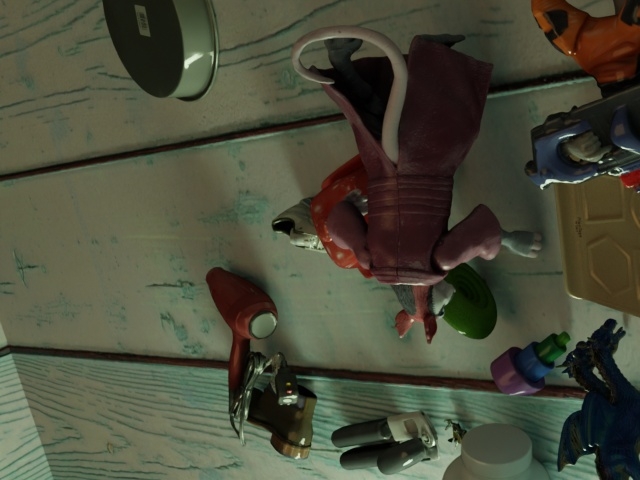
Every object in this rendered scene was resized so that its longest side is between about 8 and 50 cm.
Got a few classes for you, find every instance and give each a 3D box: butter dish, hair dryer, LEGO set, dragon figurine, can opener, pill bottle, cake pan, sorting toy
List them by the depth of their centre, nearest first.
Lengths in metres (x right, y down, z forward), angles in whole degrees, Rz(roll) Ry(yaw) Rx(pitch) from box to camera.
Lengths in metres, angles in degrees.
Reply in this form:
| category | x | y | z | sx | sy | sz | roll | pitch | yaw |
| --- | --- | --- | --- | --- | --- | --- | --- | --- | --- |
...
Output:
| category | x | y | z | sx | sy | sz | roll | pitch | yaw |
| --- | --- | --- | --- | --- | --- | --- | --- | --- | --- |
| sorting toy | 0.355 | -0.004 | 1.795 | 0.208 | 0.038 | 0.193 | 16 | 122 | 49 |
| dragon figurine | 0.322 | 0.228 | 1.829 | 0.144 | 0.289 | 0.085 | 25 | 145 | -2 |
| sorting toy | 0.197 | 0.021 | 2.030 | 0.126 | 0.127 | 0.365 | -42 | 73 | 28 |
| pill bottle | 0.233 | 0.375 | 2.122 | 0.146 | 0.146 | 0.264 | 32 | 133 | 46 |
| butter dish | 0.043 | -0.028 | 2.180 | 0.160 | 0.118 | 0.159 | -33 | 81 | 48 |
| LEGO set | 0.202 | 0.281 | 2.242 | 0.054 | 0.023 | 0.083 | 14 | 134 | 57 |
| can opener | 0.083 | 0.306 | 2.370 | 0.283 | 0.095 | 0.076 | -22 | 89 | 60 |
| cake pan | -0.262 | -0.355 | 2.546 | 0.293 | 0.054 | 0.293 | 36 | 137 | 43 |
| hair dryer | -0.138 | 0.170 | 2.605 | 0.223 | 0.080 | 0.293 | -41 | 55 | 47 |

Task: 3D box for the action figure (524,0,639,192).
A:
| category | x | y | z | sx | sy | sz | roll | pitch | yaw |
| --- | --- | --- | --- | --- | --- | --- | --- | --- | --- |
| action figure | 0.356 | -0.191 | 1.602 | 0.341 | 0.178 | 0.330 | -11 | 107 | 33 |

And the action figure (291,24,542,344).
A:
| category | x | y | z | sx | sy | sz | roll | pitch | yaw |
| --- | --- | --- | --- | --- | --- | --- | --- | --- | --- |
| action figure | 0.116 | -0.062 | 1.878 | 0.248 | 0.276 | 0.370 | -3 | 88 | 16 |

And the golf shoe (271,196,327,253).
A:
| category | x | y | z | sx | sy | sz | roll | pitch | yaw |
| --- | --- | --- | --- | --- | --- | --- | --- | --- | --- |
| golf shoe | 0.000 | 0.000 | 2.319 | 0.176 | 0.086 | 0.069 | 29 | 130 | 46 |

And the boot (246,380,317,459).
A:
| category | x | y | z | sx | sy | sz | roll | pitch | yaw |
| --- | --- | --- | --- | --- | --- | --- | --- | --- | --- |
| boot | -0.065 | 0.265 | 2.635 | 0.219 | 0.082 | 0.106 | 37 | 115 | 52 |
